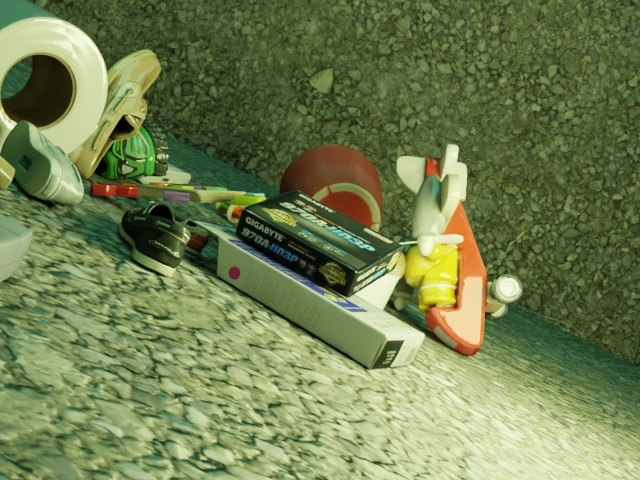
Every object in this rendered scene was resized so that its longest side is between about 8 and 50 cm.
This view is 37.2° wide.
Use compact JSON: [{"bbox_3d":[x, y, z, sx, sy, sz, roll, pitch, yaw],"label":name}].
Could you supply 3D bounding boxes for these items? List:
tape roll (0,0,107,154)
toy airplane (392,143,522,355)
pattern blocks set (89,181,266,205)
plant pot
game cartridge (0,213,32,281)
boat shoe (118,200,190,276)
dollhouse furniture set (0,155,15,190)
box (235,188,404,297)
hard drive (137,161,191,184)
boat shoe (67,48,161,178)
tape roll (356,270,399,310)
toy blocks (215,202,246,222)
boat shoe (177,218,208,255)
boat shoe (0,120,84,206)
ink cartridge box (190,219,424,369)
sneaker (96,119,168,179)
[{"bbox_3d":[-0.498,-0.266,1.568,0.246,0.246,0.169,20,9,-47],"label":"tape roll"},{"bbox_3d":[0.210,0.000,1.912,0.272,0.386,0.384,-14,27,-9],"label":"toy airplane"},{"bbox_3d":[-0.238,-0.087,1.720,0.285,0.026,0.325,6,4,10],"label":"pattern blocks set"},{"bbox_3d":[0.038,-0.087,2.423,0.274,0.275,0.243,25,16,-15],"label":"plant pot"},{"bbox_3d":[-0.385,-0.019,0.836,0.198,0.062,0.297,23,5,8],"label":"game cartridge"},{"bbox_3d":[-0.233,-0.016,1.361,0.084,0.079,0.233,22,5,-22],"label":"boat shoe"},{"bbox_3d":[-0.477,-0.090,1.271,0.081,0.091,0.114,-13,-39,22],"label":"dollhouse furniture set"},{"bbox_3d":[0.000,0.000,1.523,0.220,0.051,0.175,29,25,20],"label":"box"},{"bbox_3d":[-0.489,-0.217,2.149,0.353,0.047,0.233,29,7,14],"label":"hard drive"},{"bbox_3d":[-0.387,-0.236,1.800,0.110,0.341,0.122,32,-39,0],"label":"boat shoe"},{"bbox_3d":[-0.004,0.044,1.721,0.286,0.100,0.286,26,6,-3],"label":"tape roll"},{"bbox_3d":[-0.148,-0.047,2.111,0.123,0.054,0.148,22,8,-46],"label":"toy blocks"},{"bbox_3d":[-0.215,-0.013,1.575,0.049,0.043,0.137,22,6,-23],"label":"boat shoe"},{"bbox_3d":[-0.415,-0.108,1.423,0.081,0.079,0.227,34,5,-40],"label":"boat shoe"},{"bbox_3d":[-0.029,0.080,1.467,0.370,0.069,0.175,32,8,23],"label":"ink cartridge box"},{"bbox_3d":[-0.448,-0.234,1.934,0.146,0.134,0.343,-13,37,-36],"label":"sneaker"}]
